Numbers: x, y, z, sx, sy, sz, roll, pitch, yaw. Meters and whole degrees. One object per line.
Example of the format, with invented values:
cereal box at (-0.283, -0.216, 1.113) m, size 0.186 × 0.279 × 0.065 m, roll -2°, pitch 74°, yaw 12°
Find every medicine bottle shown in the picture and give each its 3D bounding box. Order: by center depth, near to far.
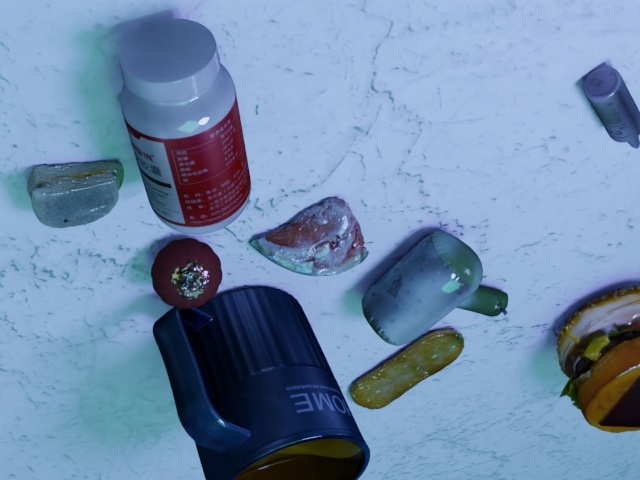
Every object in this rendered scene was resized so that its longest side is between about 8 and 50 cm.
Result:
medicine bottle at (-0.156, -0.126, 1.136) m, size 0.131 × 0.131 × 0.250 m, roll -18°, pitch 143°, yaw -9°
medicine bottle at (0.449, -0.187, 1.466) m, size 0.057 × 0.058 × 0.199 m, roll -35°, pitch 143°, yaw 13°

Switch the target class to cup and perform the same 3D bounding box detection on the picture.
cup at (-0.114, 0.245, 1.480) m, size 0.307 × 0.292 × 0.242 m, roll 3°, pitch 136°, yaw -30°

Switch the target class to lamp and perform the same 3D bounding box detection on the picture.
lamp at (-0.187, 0.046, 1.367) m, size 0.101 × 0.090 × 0.101 m, roll -4°, pitch 104°, yaw -17°

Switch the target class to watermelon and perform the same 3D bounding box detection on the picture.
watermelon at (0.000, 0.000, 1.436) m, size 0.187 × 0.071 × 0.139 m, roll 2°, pitch 132°, yaw -31°

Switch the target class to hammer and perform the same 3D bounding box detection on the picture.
hammer at (0.230, 0.098, 1.659) m, size 0.206 × 0.119 × 0.335 m, roll -42°, pitch 146°, yaw 25°

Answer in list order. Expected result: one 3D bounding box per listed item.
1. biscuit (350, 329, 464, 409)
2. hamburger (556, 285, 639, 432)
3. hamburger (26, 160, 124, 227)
biscuit at (0.165, 0.243, 1.856) m, size 0.247 × 0.029 × 0.118 m, roll -35°, pitch 135°, yaw 14°
hamburger at (0.606, 0.230, 1.923) m, size 0.290 × 0.225 × 0.291 m, roll -10°, pitch 137°, yaw -9°
hamburger at (-0.302, -0.053, 1.213) m, size 0.121 × 0.054 × 0.084 m, roll -14°, pitch 141°, yaw -26°
